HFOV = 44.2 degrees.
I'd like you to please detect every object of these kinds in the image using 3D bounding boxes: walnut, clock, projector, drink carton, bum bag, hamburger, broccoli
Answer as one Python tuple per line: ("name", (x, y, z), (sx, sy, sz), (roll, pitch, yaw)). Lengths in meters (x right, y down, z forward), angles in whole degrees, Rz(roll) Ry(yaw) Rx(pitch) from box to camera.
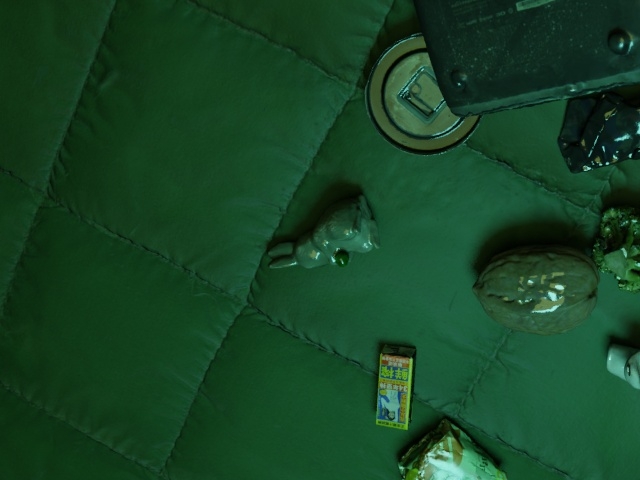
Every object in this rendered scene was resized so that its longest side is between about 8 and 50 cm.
("walnut", (0.398, 0.092, 1.465), (0.230, 0.178, 0.178), (-1, 106, 18))
("clock", (0.196, -0.270, 1.455), (0.226, 0.049, 0.226), (3, 107, 10))
("projector", (0.344, -0.417, 1.196), (0.395, 0.242, 0.405), (-3, 109, 47))
("drink carton", (0.157, 0.303, 1.631), (0.071, 0.056, 0.166), (8, 108, 18))
("bum bag", (0.570, -0.205, 1.376), (0.310, 0.074, 0.137), (-9, 107, 24))
("hamburger", (0.258, 0.514, 1.633), (0.235, 0.125, 0.214), (-44, 84, 6))
("broccoli", (0.565, 0.017, 1.423), (0.146, 0.138, 0.162), (22, 128, 38))

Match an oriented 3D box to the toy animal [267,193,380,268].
("toy animal", (0.010, 0.002, 1.560), (0.108, 0.138, 0.236), (26, 144, -37))

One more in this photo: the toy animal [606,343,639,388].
("toy animal", (0.709, 0.223, 1.433), (0.247, 0.183, 0.310), (47, 115, 0))
